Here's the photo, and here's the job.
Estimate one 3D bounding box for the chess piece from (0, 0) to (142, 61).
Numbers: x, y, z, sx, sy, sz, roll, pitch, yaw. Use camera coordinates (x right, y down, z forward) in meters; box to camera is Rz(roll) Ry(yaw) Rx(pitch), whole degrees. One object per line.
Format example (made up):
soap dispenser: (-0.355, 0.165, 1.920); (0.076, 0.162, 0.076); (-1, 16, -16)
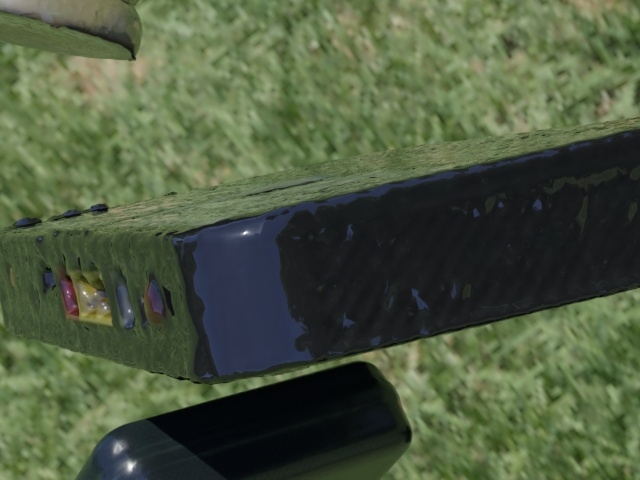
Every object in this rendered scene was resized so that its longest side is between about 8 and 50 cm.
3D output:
chess piece: (-0.102, -0.163, 0.747); (0.094, 0.094, 0.170); (8, 83, 37)

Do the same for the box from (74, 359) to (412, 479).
box: (-0.067, 0.146, 0.860); (0.050, 0.160, 0.230); (59, 139, 23)

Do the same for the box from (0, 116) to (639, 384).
box: (0.000, 0.000, 0.733); (0.211, 0.058, 0.350); (-14, 5, -19)
